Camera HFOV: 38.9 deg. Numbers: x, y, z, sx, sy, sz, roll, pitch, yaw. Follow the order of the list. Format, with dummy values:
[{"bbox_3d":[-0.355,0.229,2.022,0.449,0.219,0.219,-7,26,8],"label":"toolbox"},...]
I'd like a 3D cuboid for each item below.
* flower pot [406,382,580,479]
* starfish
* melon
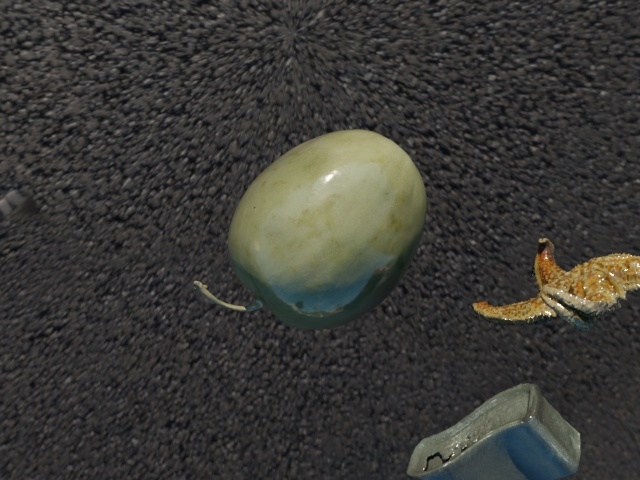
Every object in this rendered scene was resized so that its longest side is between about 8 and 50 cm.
[{"bbox_3d":[0.238,0.300,1.262,0.229,0.103,0.108,-35,105,23],"label":"flower pot"},{"bbox_3d":[0.387,0.055,1.292,0.312,0.303,0.113,-15,95,-14],"label":"starfish"},{"bbox_3d":[0.010,-0.012,1.278,0.272,0.272,0.308,29,106,-8],"label":"melon"}]
